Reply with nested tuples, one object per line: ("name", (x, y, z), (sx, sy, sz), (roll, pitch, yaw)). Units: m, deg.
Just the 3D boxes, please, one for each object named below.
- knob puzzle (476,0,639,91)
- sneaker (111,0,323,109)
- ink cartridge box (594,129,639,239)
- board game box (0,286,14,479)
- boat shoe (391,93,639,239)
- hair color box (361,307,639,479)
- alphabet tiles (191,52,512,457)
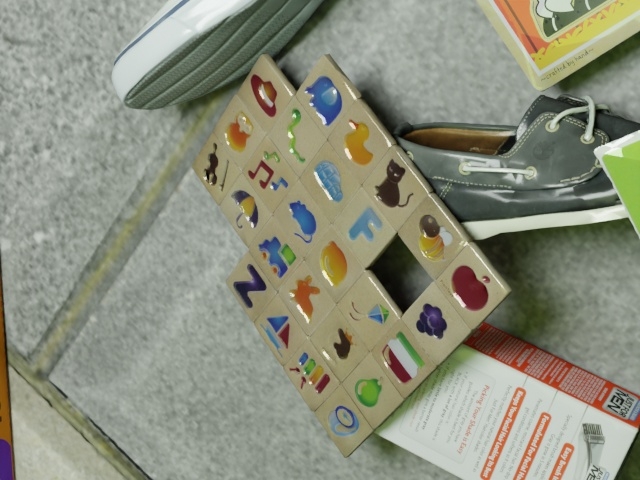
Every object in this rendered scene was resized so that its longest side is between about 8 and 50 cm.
("knob puzzle", (0.143, -0.209, 0.688), (0.213, 0.030, 0.213), (7, 108, 22))
("sneaker", (-0.047, -0.185, 0.788), (0.258, 0.094, 0.091), (-36, 69, 25))
("ink cartridge box", (0.291, 0.013, 0.644), (0.189, 0.097, 0.255), (-23, 103, 29))
("board game box", (-0.495, 0.088, 0.916), (0.356, 0.356, 0.356), (8, 108, 24))
("boat shoe", (0.150, -0.050, 0.724), (0.233, 0.084, 0.079), (-6, 102, 30))
("hair color box", (0.122, 0.116, 0.802), (0.167, 0.053, 0.093), (26, 114, 18))
("alphabet tiles", (0.000, 0.000, 0.808), (0.237, 0.009, 0.198), (54, 133, 19))
